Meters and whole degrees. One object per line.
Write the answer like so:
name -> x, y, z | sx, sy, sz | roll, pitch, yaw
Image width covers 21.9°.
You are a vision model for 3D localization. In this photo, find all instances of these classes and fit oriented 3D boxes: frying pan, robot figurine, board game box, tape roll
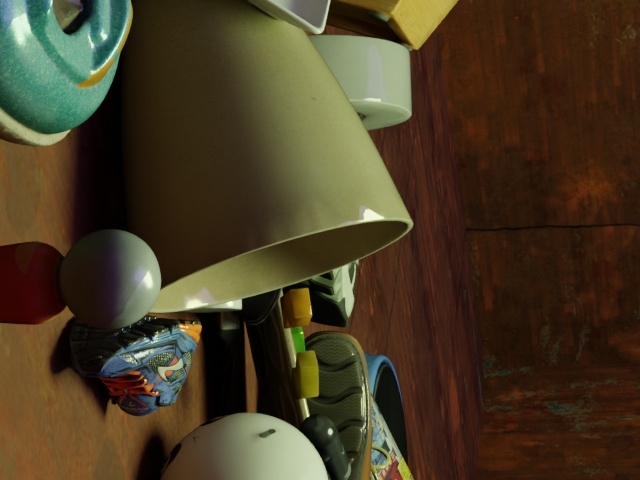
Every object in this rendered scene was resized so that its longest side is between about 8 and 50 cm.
frying pan -> -0.094, 0.037, 1.752 | 0.197, 0.053, 0.326 | -110, -146, -47
robot figurine -> -0.061, 0.285, 1.594 | 0.278, 0.173, 0.209 | 74, 14, -49
board game box -> 0.037, 0.318, 2.174 | 0.194, 0.060, 0.194 | 64, 36, -25
tape roll -> -0.009, -0.168, 1.819 | 0.219, 0.219, 0.072 | 24, 63, -77

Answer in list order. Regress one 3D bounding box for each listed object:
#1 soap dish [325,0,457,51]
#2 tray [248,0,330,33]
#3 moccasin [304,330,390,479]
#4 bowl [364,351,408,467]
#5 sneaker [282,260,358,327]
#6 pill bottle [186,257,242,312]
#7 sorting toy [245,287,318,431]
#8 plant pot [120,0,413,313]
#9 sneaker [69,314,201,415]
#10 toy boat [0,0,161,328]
soap dish -> -0.005, -0.303, 1.770 | 0.229, 0.290, 0.118 | 23, 85, -78
tray -> -0.107, -0.280, 1.448 | 0.030, 0.270, 0.145 | -48, -161, 35
moccasin -> 0.010, 0.297, 2.007 | 0.147, 0.139, 0.380 | -33, 120, -78
bowl -> 0.069, 0.354, 2.443 | 0.391, 0.077, 0.391 | -2, 90, -78
sneaker -> 0.000, 0.000, 1.896 | 0.330, 0.122, 0.146 | 99, 12, -70
pill bottle -> -0.111, 0.001, 1.631 | 0.078, 0.078, 0.137 | 23, 65, -77
sorting toy -> -0.029, 0.145, 1.760 | 0.307, 0.041, 0.229 | 140, -57, -75
plant pot -> -0.081, -0.102, 1.496 | 0.256, 0.256, 0.274 | 26, 45, -77
sneaker -> -0.153, 0.108, 1.411 | 0.221, 0.083, 0.087 | 13, 83, -75
toy boat -> -0.185, -0.098, 1.118 | 0.267, 0.148, 0.318 | 9, 78, -78
